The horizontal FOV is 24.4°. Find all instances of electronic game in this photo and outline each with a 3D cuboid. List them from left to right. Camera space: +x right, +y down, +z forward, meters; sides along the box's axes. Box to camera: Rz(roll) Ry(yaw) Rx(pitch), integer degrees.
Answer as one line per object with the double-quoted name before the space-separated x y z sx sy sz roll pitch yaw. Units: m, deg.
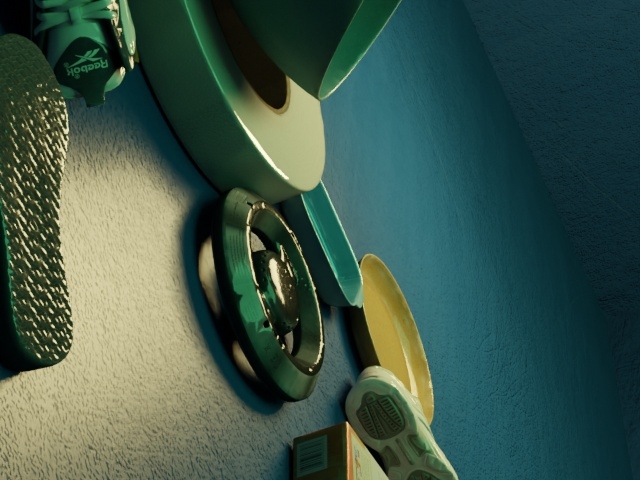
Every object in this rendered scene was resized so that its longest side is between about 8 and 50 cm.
"electronic game" -0.054 0.055 1.520 0.229 0.048 0.229 -18 90 -74

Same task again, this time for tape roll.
"tape roll" -0.106 -0.225 1.638 0.392 0.072 0.392 -20 90 -75

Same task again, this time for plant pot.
"plant pot" -0.004 -0.320 1.553 0.195 0.290 0.290 33 17 4
"plant pot" 0.087 0.133 1.913 0.236 0.032 0.236 -20 90 -75

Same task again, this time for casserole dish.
"casserole dish" 0.000 0.000 1.780 0.188 0.037 0.114 65 17 -13

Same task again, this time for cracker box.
"cracker box" 0.048 0.318 1.509 0.232 0.067 0.156 56 22 -37

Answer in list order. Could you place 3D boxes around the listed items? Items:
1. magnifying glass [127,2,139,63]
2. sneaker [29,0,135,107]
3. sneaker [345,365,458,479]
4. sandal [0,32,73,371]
"magnifying glass" -0.207 -0.280 1.409 0.092 0.026 0.231 -6 83 -79
"sneaker" -0.198 -0.192 1.203 0.235 0.094 0.153 116 -37 -75
"sneaker" 0.109 0.244 1.759 0.115 0.090 0.232 -72 140 -70
"sandal" -0.230 -0.031 1.068 0.097 0.054 0.254 24 57 -58
